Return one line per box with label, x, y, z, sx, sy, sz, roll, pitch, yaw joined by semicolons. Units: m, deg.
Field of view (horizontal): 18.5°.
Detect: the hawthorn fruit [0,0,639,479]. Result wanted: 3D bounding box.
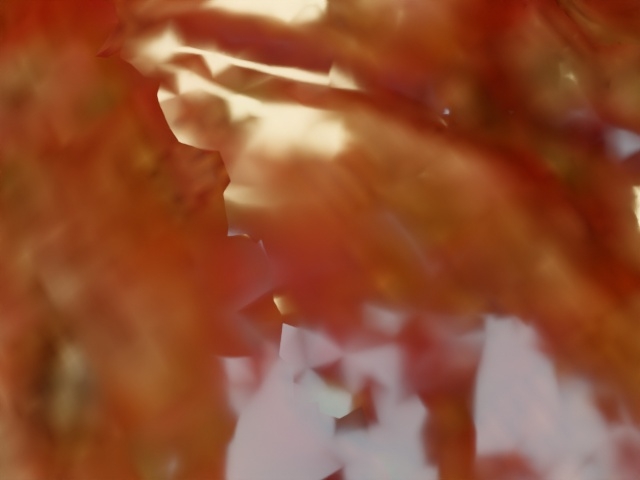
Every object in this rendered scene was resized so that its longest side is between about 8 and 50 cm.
hawthorn fruit;0.012;0.021;0.417;0.258;0.258;0.262;3;98;9
